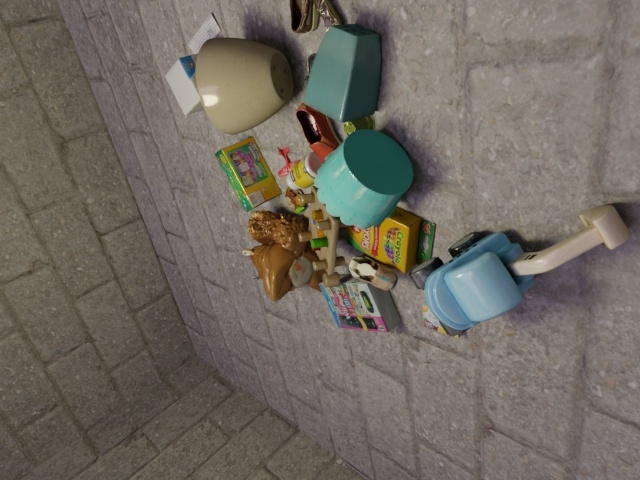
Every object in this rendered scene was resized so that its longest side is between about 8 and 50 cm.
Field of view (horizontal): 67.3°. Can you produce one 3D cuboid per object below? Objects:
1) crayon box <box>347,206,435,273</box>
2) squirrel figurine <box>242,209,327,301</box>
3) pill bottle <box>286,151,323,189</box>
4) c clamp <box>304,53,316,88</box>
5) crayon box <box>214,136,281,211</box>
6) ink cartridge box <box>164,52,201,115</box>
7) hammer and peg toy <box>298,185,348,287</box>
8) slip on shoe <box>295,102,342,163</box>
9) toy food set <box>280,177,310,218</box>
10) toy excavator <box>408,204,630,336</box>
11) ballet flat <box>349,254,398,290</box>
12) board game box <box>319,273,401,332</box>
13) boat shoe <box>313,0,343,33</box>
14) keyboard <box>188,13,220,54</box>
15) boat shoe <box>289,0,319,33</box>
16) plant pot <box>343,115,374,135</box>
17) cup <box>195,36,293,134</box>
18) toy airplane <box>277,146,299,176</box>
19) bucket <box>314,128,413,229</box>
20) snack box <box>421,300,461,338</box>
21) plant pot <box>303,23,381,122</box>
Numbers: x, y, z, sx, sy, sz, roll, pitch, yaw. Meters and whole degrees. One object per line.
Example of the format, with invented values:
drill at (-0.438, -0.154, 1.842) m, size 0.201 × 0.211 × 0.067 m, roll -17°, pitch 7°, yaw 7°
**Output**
crayon box at (0.234, -0.022, 1.668) m, size 0.318 × 0.081 × 0.202 m, roll 28°, pitch 135°, yaw 35°
squirrel figurine at (-0.187, 0.045, 2.134) m, size 0.370 × 0.280 × 0.398 m, roll 21°, pitch 121°, yaw 55°
pill bottle at (-0.055, -0.256, 1.818) m, size 0.184 × 0.103 × 0.103 m, roll -25°, pitch 96°, yaw 55°
c clamp at (0.001, -0.547, 1.596) m, size 0.160 × 0.022 × 0.137 m, roll 20°, pitch 126°, yaw 44°
crayon box at (-0.306, -0.283, 2.051) m, size 0.081 × 0.165 × 0.279 m, roll -17°, pitch 102°, yaw 55°
ink cartridge box at (-0.448, -0.630, 1.894) m, size 0.168 × 0.232 × 0.171 m, roll -17°, pitch 103°, yaw 52°
hammer and peg toy at (0.000, 0.000, 1.851) m, size 0.266 × 0.127 × 0.362 m, roll -119°, pitch 26°, yaw -47°
slip on shoe at (0.009, -0.333, 1.682) m, size 0.123 × 0.101 × 0.332 m, roll -8°, pitch 111°, yaw 51°
toy food set at (-0.110, -0.173, 2.008) m, size 0.132 × 0.038 × 0.192 m, roll -12°, pitch 107°, yaw 54°
toy excavator at (0.502, 0.079, 1.262) m, size 0.223 × 0.432 × 0.445 m, roll 58°, pitch 174°, yaw -1°
ballet flat at (0.168, 0.102, 1.758) m, size 0.316 × 0.106 × 0.108 m, roll 13°, pitch 84°, yaw 67°
board game box at (0.157, 0.252, 1.968) m, size 0.303 × 0.097 × 0.224 m, roll -7°, pitch 111°, yaw 54°
boat shoe at (0.035, -0.664, 1.446) m, size 0.056 × 0.048 × 0.153 m, roll -20°, pitch 107°, yaw 43°
keyboard at (-0.477, -0.830, 1.965) m, size 0.256 × 0.014 × 0.072 m, roll -14°, pitch 106°, yaw 54°
boat shoe at (-0.055, -0.751, 1.434) m, size 0.095 × 0.095 × 0.258 m, roll 28°, pitch 136°, yaw 36°
plant pot at (0.117, -0.368, 1.540) m, size 0.083 × 0.079 × 0.083 m, roll 31°, pitch 139°, yaw 32°
cup at (-0.235, -0.551, 1.668) m, size 0.236 × 0.331 × 0.331 m, roll -3°, pitch 117°, yaw 24°
toy airplane at (-0.134, -0.312, 1.937) m, size 0.151 × 0.028 × 0.151 m, roll 24°, pitch 130°, yaw 32°
bucket at (0.140, -0.195, 1.490) m, size 0.281 × 0.281 × 0.183 m, roll 52°, pitch 144°, yaw 8°
snack box at (0.431, 0.278, 1.700) m, size 0.141 × 0.037 × 0.100 m, roll 15°, pitch 126°, yaw 45°
plant pot at (0.076, -0.501, 1.418) m, size 0.165 × 0.165 × 0.235 m, roll 35°, pitch 132°, yaw 29°
